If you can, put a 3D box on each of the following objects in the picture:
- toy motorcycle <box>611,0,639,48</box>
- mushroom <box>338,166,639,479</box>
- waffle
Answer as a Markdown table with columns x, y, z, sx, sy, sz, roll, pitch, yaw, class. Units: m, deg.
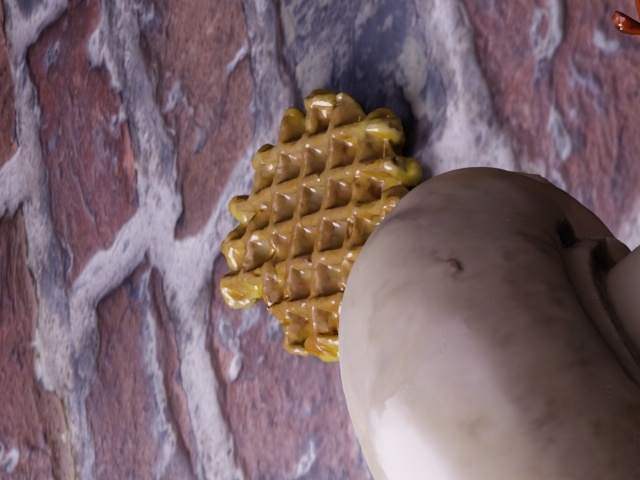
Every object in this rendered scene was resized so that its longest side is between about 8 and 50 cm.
| x | y | z | sx | sy | sz | roll | pitch | yaw | class |
| --- | --- | --- | --- | --- | --- | --- | --- | --- | --- |
| 0.309 | -0.170 | 1.195 | 0.221 | 0.148 | 0.325 | 37 | 107 | 43 | toy motorcycle |
| 0.139 | 0.078 | 1.152 | 0.315 | 0.315 | 0.356 | -117 | 18 | -45 | mushroom |
| -0.001 | 0.000 | 1.648 | 0.249 | 0.056 | 0.253 | -50 | 43 | 33 | waffle |
